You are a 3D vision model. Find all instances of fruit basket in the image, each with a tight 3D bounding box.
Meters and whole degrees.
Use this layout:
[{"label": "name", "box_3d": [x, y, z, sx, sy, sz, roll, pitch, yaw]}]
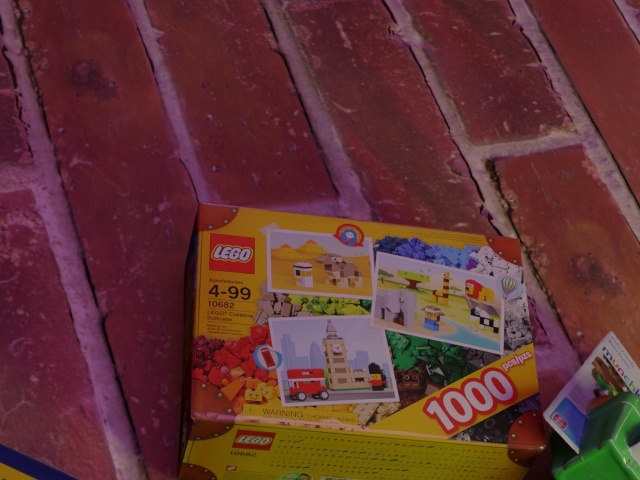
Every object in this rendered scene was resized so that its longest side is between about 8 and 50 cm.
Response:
[{"label": "fruit basket", "box_3d": [0.482, 0.311, 1.905, 0.327, 0.165, 0.353, 54, 36, 4]}]

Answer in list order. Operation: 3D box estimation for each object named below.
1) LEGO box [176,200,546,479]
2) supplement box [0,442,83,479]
[{"label": "LEGO box", "box_3d": [0.049, 0.167, 1.945, 0.500, 0.193, 0.372, 6, 53, -11]}, {"label": "supplement box", "box_3d": [-0.430, 0.453, 1.602, 0.195, 0.194, 0.356, 24, 52, 4]}]
